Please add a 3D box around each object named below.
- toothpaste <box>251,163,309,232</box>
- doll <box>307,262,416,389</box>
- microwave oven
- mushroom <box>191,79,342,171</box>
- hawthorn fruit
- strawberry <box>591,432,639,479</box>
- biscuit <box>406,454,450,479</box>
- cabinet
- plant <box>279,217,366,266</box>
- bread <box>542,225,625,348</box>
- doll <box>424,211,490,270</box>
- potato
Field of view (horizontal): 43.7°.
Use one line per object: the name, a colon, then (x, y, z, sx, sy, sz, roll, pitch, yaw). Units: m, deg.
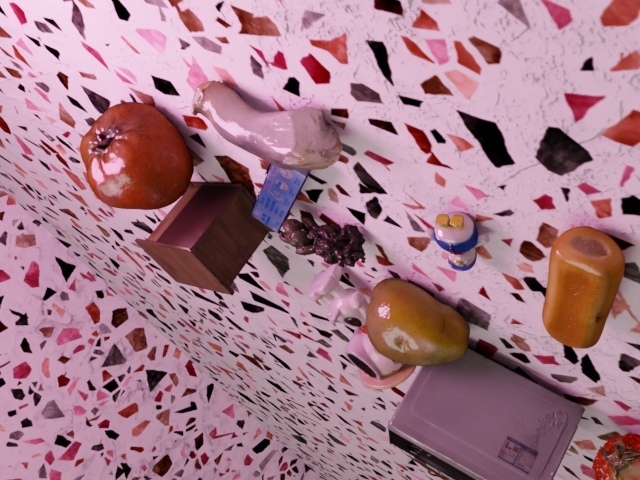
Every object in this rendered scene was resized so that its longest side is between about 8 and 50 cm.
toothpaste: (-0.066, -0.092, 1.388, 0.066, 0.053, 0.272, 31, 157, -1)
doll: (0.087, 0.175, 1.622, 0.271, 0.144, 0.208, 32, 137, 1)
microwave oven: (0.306, 0.356, 1.507, 0.295, 0.238, 0.181, 26, 158, 19)
mushroom: (-0.087, -0.170, 1.207, 0.278, 0.099, 0.096, 25, 150, 32)
hawthorn fruit: (-0.320, -0.142, 1.497, 0.199, 0.200, 0.251, 16, 175, 39)
strawberry: (0.584, 0.401, 1.401, 0.175, 0.107, 0.236, -31, 119, 26)
biscuit: (0.330, 0.581, 2.136, 0.295, 0.075, 0.296, 27, 161, 10)
cabinet: (-0.227, -0.008, 1.619, 0.215, 0.175, 0.148, 7, 145, 48)
plant: (0.000, 0.000, 1.418, 0.174, 0.087, 0.085, 14, 119, 24)
bread: (0.351, 0.065, 1.078, 0.092, 0.074, 0.239, 23, 156, 22)
doll: (0.205, 0.003, 1.189, 0.098, 0.058, 0.143, 7, 153, 23)
potato: (0.174, 0.154, 1.441, 0.193, 0.157, 0.157, 17, 154, 10)
